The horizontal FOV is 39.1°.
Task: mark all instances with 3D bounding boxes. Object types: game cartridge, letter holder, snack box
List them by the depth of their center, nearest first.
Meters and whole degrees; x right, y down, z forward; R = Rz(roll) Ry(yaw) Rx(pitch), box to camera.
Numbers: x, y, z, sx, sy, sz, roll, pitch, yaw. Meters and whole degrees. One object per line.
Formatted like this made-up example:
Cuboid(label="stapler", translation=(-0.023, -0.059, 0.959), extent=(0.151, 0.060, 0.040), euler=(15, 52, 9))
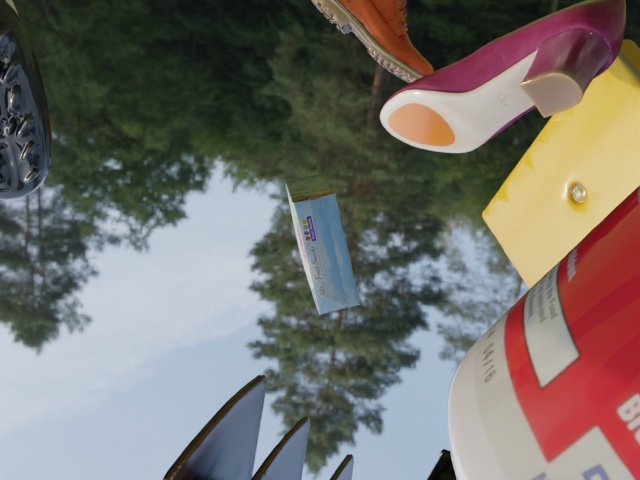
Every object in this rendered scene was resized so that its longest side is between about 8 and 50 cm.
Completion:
Cuboid(label="game cartridge", translation=(0.324, 0.007, 0.931), extent=(0.053, 0.285, 0.323), euler=(-13, -120, -31))
Cuboid(label="letter holder", translation=(-0.066, 0.309, 1.064), extent=(0.152, 0.214, 0.302), euler=(12, -163, 14))
Cuboid(label="snack box", translation=(0.000, 0.000, 1.387), extent=(0.070, 0.174, 0.207), euler=(-13, -168, -1))

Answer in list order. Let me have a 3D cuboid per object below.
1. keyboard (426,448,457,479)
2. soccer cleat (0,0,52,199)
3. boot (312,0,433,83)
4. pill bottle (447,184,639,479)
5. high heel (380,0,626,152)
Cuboid(label="keyboard", translation=(0.169, 0.213, 0.698), extent=(0.180, 0.023, 0.108), euler=(16, -146, 23))
Cuboid(label="soccer cleat", translation=(-0.246, -0.182, 0.589), extent=(0.109, 0.318, 0.116), euler=(-13, -156, 15))
Cuboid(label="boot", translation=(0.076, -0.233, 0.964), extent=(0.158, 0.084, 0.059), euler=(43, -177, -4))
Cuboid(label="pill bottle", translation=(0.260, 0.011, 0.358), extent=(0.229, 0.407, 0.229), euler=(30, -151, -19))
Cuboid(label="high heel", translation=(0.158, -0.153, 0.816), extent=(0.244, 0.082, 0.117), euler=(-14, -145, 55))
